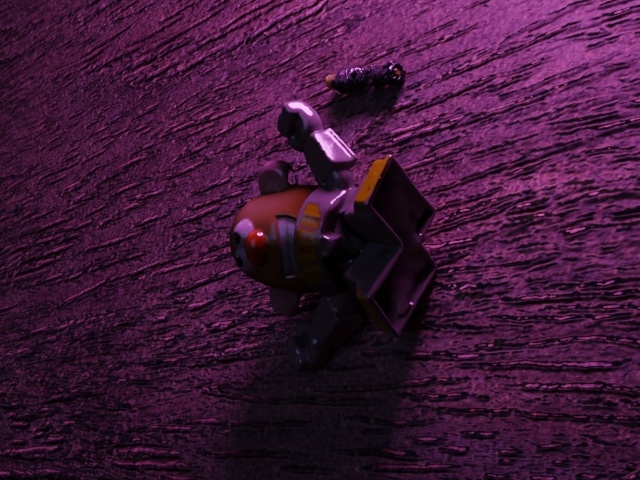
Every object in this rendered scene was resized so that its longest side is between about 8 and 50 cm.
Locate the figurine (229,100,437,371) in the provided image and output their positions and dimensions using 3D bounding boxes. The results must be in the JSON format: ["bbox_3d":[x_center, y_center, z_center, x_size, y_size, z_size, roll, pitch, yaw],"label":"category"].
[{"bbox_3d":[0.001,0.001,1.388,0.285,0.167,0.342,7,80,44],"label":"figurine"}]

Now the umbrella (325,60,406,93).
[{"bbox_3d":[0.061,-0.235,1.539,0.144,0.040,0.037,1,81,47],"label":"umbrella"}]
